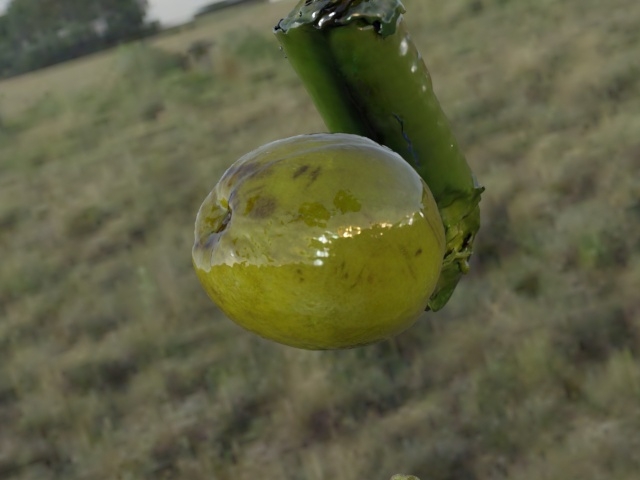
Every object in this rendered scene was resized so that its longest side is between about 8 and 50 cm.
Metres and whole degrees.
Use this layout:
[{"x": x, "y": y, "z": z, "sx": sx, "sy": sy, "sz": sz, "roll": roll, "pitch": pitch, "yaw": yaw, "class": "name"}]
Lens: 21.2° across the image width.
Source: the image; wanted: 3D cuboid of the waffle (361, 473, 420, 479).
[{"x": 0.018, "y": 0.322, "z": 1.709, "sx": 0.253, "sy": 0.056, "sz": 0.249, "roll": -42, "pitch": -27, "yaw": 18, "class": "waffle"}]

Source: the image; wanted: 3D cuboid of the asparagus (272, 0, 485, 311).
[{"x": 0.079, "y": -0.085, "z": 1.667, "sx": 0.128, "sy": 0.382, "sz": 0.108, "roll": -13, "pitch": 29, "yaw": 28, "class": "asparagus"}]

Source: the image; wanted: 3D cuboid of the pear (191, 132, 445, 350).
[{"x": 0.000, "y": 0.000, "z": 1.106, "sx": 0.162, "sy": 0.149, "sz": 0.149, "roll": 5, "pitch": -2, "yaw": -24, "class": "pear"}]
